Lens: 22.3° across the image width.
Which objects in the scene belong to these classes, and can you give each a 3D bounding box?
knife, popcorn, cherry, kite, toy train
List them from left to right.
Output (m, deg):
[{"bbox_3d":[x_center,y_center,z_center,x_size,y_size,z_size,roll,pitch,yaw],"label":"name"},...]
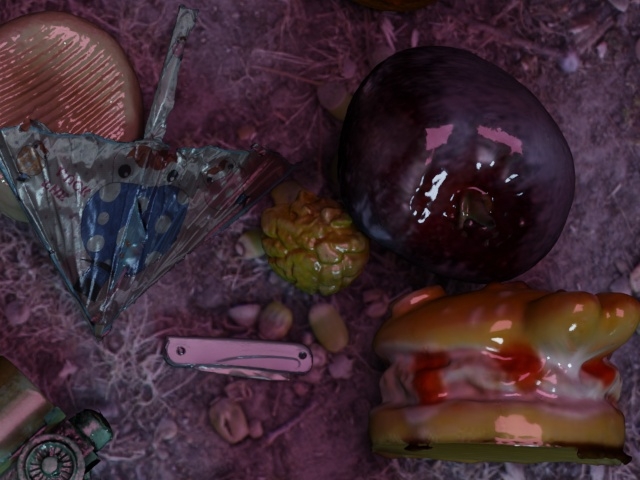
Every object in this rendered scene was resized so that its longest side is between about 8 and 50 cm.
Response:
[{"bbox_3d":[-0.353,0.249,1.602,0.307,0.126,0.189,-42,90,-15],"label":"toy train"},{"bbox_3d":[-0.182,-0.065,1.672,0.406,0.014,0.368,3,110,-43],"label":"kite"},{"bbox_3d":[-0.087,0.126,1.733,0.162,0.023,0.044,4,83,-11],"label":"knife"},{"bbox_3d":[0.000,0.000,1.731,0.106,0.121,0.116,-21,96,-49],"label":"popcorn"},{"bbox_3d":[0.140,-0.081,1.696,0.255,0.218,0.296,16,33,-16],"label":"cherry"}]

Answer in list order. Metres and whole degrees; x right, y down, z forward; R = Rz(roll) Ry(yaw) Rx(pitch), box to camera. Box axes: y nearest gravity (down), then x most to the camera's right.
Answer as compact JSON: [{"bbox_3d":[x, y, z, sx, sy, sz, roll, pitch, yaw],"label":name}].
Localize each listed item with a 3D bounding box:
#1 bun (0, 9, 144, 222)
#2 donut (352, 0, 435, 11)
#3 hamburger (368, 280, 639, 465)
[{"bbox_3d":[-0.286,-0.125,1.691,0.222,0.127,0.222,0,90,-19],"label":"bun"},{"bbox_3d":[0.076,-0.374,1.813,0.254,0.118,0.253,2,81,-13],"label":"donut"},{"bbox_3d":[0.190,0.132,1.645,0.261,0.303,0.186,6,82,-19],"label":"hamburger"}]
